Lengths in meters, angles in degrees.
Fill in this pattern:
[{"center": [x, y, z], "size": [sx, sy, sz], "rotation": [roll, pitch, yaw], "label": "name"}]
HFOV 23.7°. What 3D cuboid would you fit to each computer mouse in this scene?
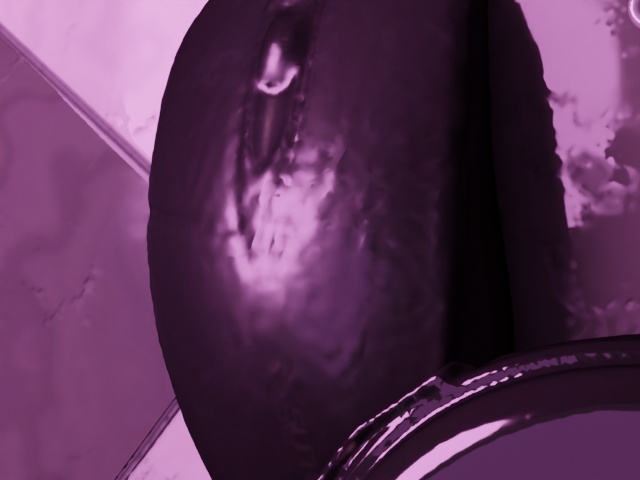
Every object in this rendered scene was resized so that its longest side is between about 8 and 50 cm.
[{"center": [0.000, 0.000, 0.583], "size": [0.138, 0.086, 0.269], "rotation": [-9, 77, 26], "label": "computer mouse"}]

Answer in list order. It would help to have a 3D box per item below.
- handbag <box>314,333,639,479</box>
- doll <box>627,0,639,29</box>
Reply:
[{"center": [0.092, 0.180, 0.479], "size": [0.254, 0.093, 0.308], "rotation": [17, 93, 18], "label": "handbag"}, {"center": [0.181, -0.108, 0.518], "size": [0.162, 0.062, 0.106], "rotation": [-20, 69, 23], "label": "doll"}]
